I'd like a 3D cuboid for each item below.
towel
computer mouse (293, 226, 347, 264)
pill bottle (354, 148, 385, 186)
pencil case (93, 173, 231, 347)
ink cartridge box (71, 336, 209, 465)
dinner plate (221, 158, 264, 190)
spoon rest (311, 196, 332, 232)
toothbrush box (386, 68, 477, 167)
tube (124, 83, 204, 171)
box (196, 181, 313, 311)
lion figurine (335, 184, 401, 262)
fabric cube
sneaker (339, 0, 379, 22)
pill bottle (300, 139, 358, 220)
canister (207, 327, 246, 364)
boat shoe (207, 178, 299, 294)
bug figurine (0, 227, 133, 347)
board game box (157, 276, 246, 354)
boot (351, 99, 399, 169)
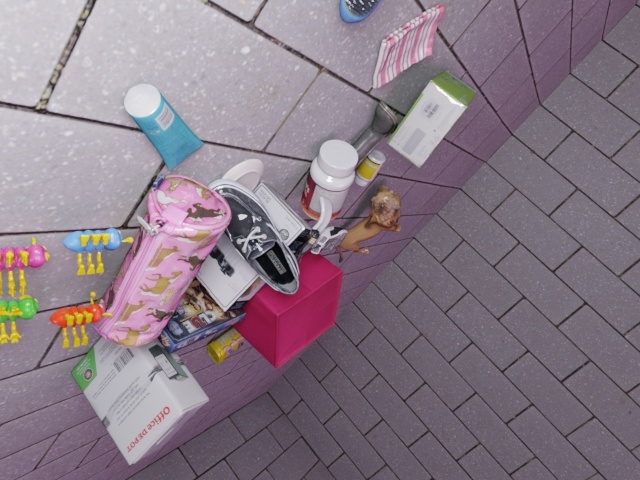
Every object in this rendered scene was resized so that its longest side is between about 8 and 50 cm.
[{"bbox_3d":[0.207,-0.457,1.112,0.197,0.029,0.144,-38,162,-16],"label":"towel"},{"bbox_3d":[0.000,0.000,1.189,0.193,0.042,0.106,-18,147,-56],"label":"computer mouse"},{"bbox_3d":[0.153,-0.228,1.482,0.065,0.065,0.116,-26,156,-43],"label":"pill bottle"},{"bbox_3d":[-0.326,0.053,0.935,0.167,0.160,0.386,14,128,-35],"label":"pencil case"},{"bbox_3d":[-0.454,0.367,1.177,0.211,0.289,0.121,-46,163,12],"label":"ink cartridge box"},{"bbox_3d":[-0.180,-0.127,1.066,0.141,0.017,0.141,-38,164,-13],"label":"dinner plate"},{"bbox_3d":[-0.091,-0.028,1.255,0.276,0.084,0.137,-22,161,25],"label":"spoon rest"},{"bbox_3d":[0.326,-0.357,1.346,0.206,0.122,0.283,-54,175,34],"label":"toothbrush box"},{"bbox_3d":[-0.246,-0.174,0.756,0.080,0.052,0.207,-36,168,-6],"label":"tube"},{"bbox_3d":[-0.177,0.019,1.173,0.290,0.169,0.087,-47,165,8],"label":"box"},{"bbox_3d":[0.176,-0.044,1.867,0.392,0.142,0.240,-43,156,15],"label":"lion figurine"},{"bbox_3d":[-0.122,0.162,1.386,0.259,0.258,0.254,-31,145,-35],"label":"fabric cube"},{"bbox_3d":[0.102,-0.470,0.810,0.209,0.069,0.082,-53,-165,3],"label":"sneaker"},{"bbox_3d":[0.023,-0.158,1.263,0.121,0.121,0.221,-33,160,-30],"label":"pill bottle"},{"bbox_3d":[-0.356,0.401,1.857,0.170,0.073,0.126,-35,162,-29],"label":"canister"},{"bbox_3d":[-0.141,0.000,1.021,0.108,0.301,0.102,-31,-154,2],"label":"boat shoe"},{"bbox_3d":[-0.447,0.073,0.788,0.216,0.072,0.279,-2,133,-41],"label":"bug figurine"},{"bbox_3d":[-0.330,0.176,1.208,0.243,0.165,0.042,-18,151,-55],"label":"board game box"},{"bbox_3d":[0.120,-0.276,1.305,0.208,0.076,0.189,-37,163,5],"label":"boot"}]
